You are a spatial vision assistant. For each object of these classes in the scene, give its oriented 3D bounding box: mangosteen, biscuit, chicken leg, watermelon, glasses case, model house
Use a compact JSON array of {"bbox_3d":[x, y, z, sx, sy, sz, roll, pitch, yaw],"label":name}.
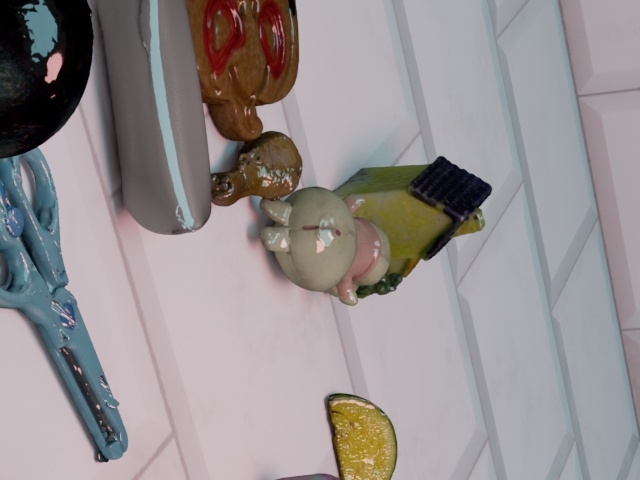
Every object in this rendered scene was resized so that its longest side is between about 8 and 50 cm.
[{"bbox_3d":[-0.306,-0.174,1.458,0.243,0.243,0.243,-5,90,-67],"label":"mangosteen"},{"bbox_3d":[-0.107,-0.279,2.111,0.367,0.063,0.314,-5,89,-68],"label":"biscuit"},{"bbox_3d":[-0.081,-0.082,2.126,0.198,0.069,0.085,-33,112,-58],"label":"chicken leg"},{"bbox_3d":[0.052,0.285,2.401,0.092,0.075,0.181,-20,107,-21],"label":"watermelon"},{"bbox_3d":[-0.181,-0.161,1.889,0.128,0.083,0.308,-20,104,-72],"label":"glasses case"},{"bbox_3d":[0.149,-0.023,2.470,0.194,0.211,0.170,-37,117,-65],"label":"model house"}]

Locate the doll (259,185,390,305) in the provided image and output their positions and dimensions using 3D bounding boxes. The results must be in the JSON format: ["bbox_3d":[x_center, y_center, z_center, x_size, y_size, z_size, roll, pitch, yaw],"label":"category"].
[{"bbox_3d":[0.013,0.000,2.264,0.275,0.113,0.155,30,61,-64],"label":"doll"}]

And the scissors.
[{"bbox_3d":[-0.266,0.070,1.700,0.180,0.032,0.393,-63,142,-50],"label":"scissors"}]

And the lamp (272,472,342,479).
[{"bbox_3d":[0.063,0.427,2.143,0.301,0.247,0.247,53,35,-39],"label":"lamp"}]
